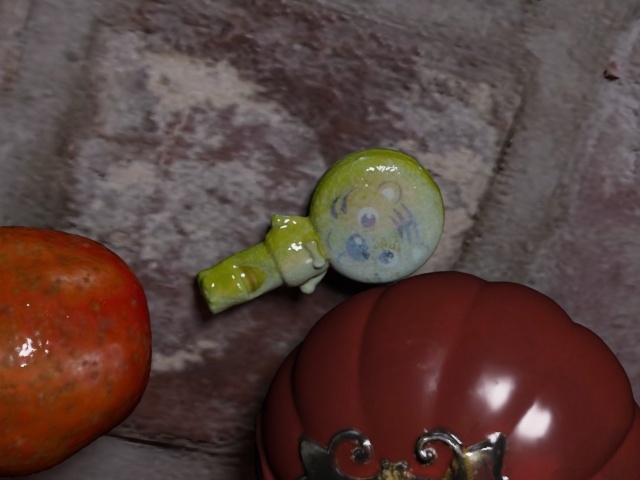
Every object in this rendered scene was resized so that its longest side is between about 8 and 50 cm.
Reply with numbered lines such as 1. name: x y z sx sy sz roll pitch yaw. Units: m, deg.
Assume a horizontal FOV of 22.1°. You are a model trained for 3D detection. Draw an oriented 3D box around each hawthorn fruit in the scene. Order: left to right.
1. hawthorn fruit: -0.205 0.075 1.151 0.189 0.189 0.189 -7 117 -15

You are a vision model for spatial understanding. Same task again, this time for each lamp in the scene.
1. lamp: 0.100 0.170 1.238 0.303 0.257 0.303 10 121 18

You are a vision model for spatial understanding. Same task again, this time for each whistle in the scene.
1. whistle: 0.000 0.000 1.250 0.198 0.057 0.104 -25 109 2
